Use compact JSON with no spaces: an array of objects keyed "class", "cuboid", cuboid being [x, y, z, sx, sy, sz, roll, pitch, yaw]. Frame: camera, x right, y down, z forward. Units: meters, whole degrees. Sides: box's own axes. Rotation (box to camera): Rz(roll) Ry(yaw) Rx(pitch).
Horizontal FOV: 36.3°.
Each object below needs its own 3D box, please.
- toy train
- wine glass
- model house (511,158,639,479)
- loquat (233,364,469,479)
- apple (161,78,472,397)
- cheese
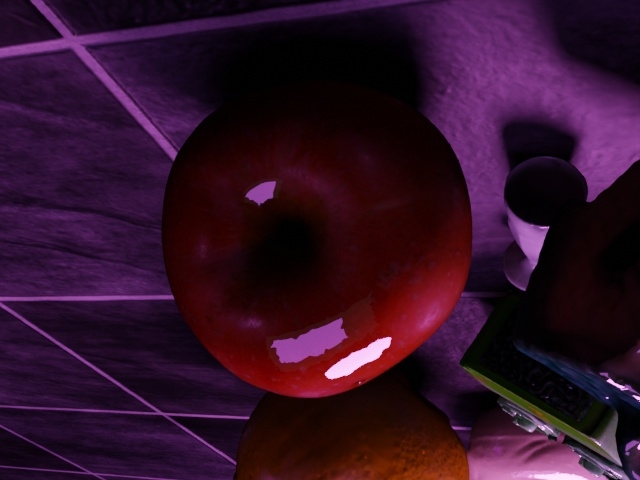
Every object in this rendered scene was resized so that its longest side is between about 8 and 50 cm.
[{"class":"toy train","cuboid":[0.276,0.162,1.091,0.243,0.132,0.188,28,170,47]},{"class":"wine glass","cuboid":[0.204,-0.012,0.914,0.073,0.073,0.155,6,157,10]},{"class":"model house","cuboid":[0.365,0.106,0.718,0.382,0.334,0.342,33,122,-16]},{"class":"loquat","cuboid":[0.028,0.339,1.367,0.328,0.359,0.328,29,168,6]},{"class":"apple","cuboid":[0.000,0.000,0.810,0.260,0.260,0.216,0,175,21]},{"class":"cheese","cuboid":[0.335,0.336,1.478,0.233,0.127,0.266,6,154,10]}]
